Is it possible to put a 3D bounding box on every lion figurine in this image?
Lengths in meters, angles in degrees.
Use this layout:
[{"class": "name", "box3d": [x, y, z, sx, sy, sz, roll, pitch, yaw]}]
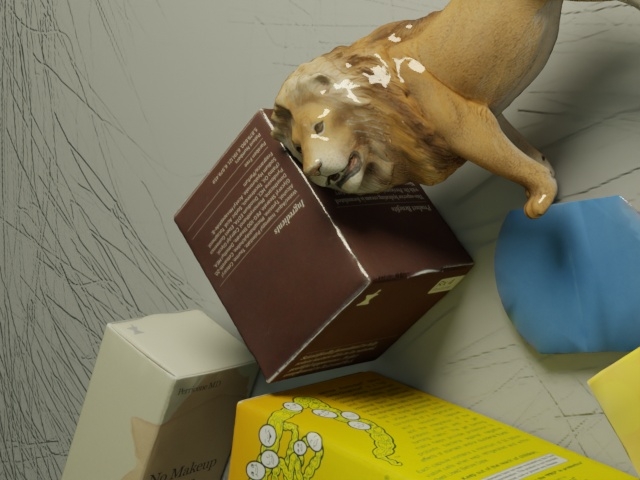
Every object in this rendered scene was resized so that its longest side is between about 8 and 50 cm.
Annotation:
[{"class": "lion figurine", "box3d": [0.146, -0.167, 0.953, 0.240, 0.142, 0.392, 38, 114, -2]}]

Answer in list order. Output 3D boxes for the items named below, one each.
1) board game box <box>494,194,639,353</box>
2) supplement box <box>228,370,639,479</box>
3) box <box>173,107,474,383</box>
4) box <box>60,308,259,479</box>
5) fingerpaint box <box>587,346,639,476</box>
[{"class": "board game box", "box3d": [0.232, 0.030, 1.021, 0.168, 0.033, 0.133, -8, 94, 45]}, {"class": "supplement box", "box3d": [0.102, 0.272, 1.043, 0.356, 0.195, 0.194, 17, 104, 39]}, {"class": "box", "box3d": [0.000, 0.000, 1.126, 0.167, 0.168, 0.203, -46, 64, 33]}, {"class": "box", "box3d": [-0.196, 0.244, 1.332, 0.121, 0.148, 0.311, 34, 116, 33]}, {"class": "fingerpaint box", "box3d": [0.429, 0.011, 0.625, 0.445, 0.371, 0.163, -41, 68, 36]}]
